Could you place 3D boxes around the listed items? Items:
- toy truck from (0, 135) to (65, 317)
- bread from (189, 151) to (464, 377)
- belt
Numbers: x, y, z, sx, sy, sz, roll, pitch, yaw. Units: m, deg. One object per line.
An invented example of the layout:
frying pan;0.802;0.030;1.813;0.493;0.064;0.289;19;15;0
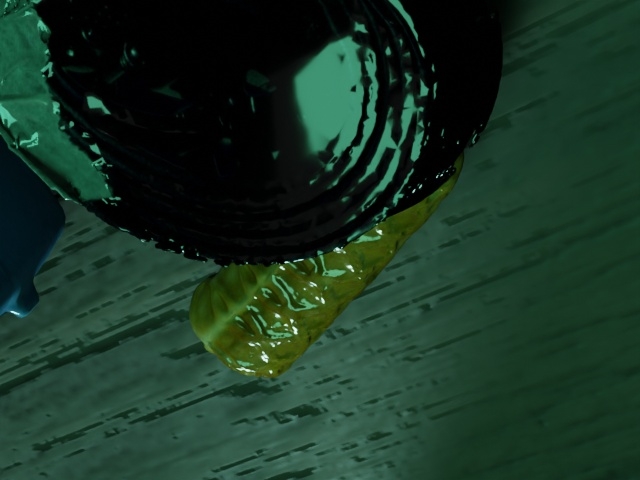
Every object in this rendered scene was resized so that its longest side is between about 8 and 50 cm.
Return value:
toy truck;-0.278;0.061;0.777;0.161;0.162;0.385;45;127;-10
bread;0.000;0.000;0.689;0.052;0.044;0.157;42;127;1
belt;-0.039;-0.073;0.614;0.198;0.078;0.151;27;115;17
